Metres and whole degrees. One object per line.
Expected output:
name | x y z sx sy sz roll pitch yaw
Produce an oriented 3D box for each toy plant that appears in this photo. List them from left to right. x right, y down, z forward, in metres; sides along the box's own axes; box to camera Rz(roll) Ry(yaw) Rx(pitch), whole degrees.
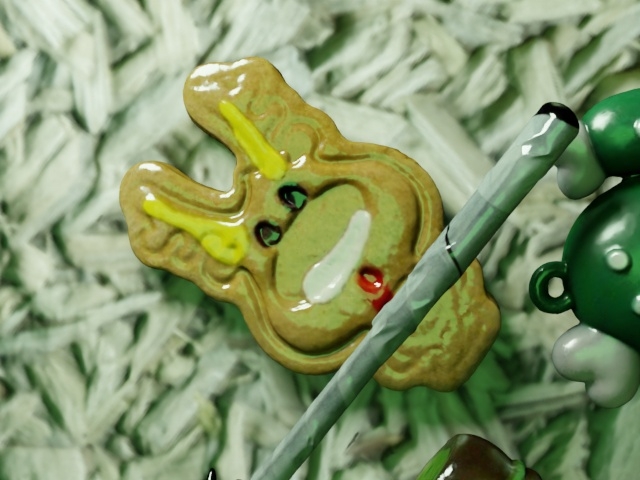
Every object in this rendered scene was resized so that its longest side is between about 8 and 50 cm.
toy plant | 0.143 0.215 1.300 0.162 0.093 0.093 35 93 -4
toy plant | 0.262 0.011 1.274 0.243 0.112 0.232 9 94 -11

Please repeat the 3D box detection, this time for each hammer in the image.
hammer | 0.039 0.080 1.236 0.044 0.152 0.427 36 103 -14

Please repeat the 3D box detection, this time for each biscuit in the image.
biscuit | 0.000 0.000 1.316 0.295 0.044 0.186 31 96 0
